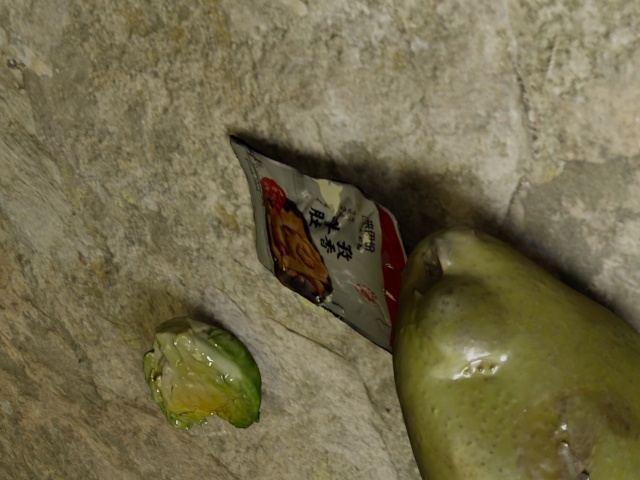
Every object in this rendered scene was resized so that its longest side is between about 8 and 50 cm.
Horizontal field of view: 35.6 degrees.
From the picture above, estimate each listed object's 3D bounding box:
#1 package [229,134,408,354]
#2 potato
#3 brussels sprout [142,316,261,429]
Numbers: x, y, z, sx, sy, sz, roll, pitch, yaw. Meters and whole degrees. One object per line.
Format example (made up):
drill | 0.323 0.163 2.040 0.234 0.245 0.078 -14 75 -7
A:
package | 0.000 0.000 0.897 0.239 0.030 0.154 28 138 43
potato | 0.167 0.146 0.766 0.202 0.218 0.351 -18 108 51
brussels sprout | -0.130 0.153 1.150 0.139 0.100 0.181 6 128 27
